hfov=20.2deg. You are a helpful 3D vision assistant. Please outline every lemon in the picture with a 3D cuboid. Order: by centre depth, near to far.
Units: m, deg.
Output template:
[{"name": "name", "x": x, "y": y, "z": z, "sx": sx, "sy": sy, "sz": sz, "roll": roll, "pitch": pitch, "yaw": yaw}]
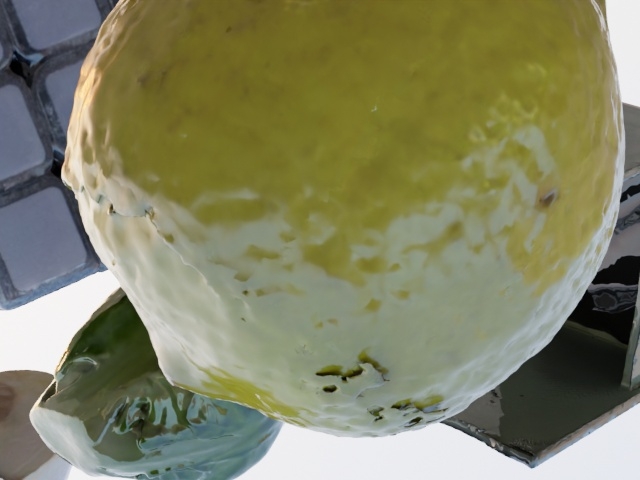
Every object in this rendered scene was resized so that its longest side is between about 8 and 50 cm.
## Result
[{"name": "lemon", "x": 0.027, "y": -0.064, "z": 1.125, "sx": 0.387, "sy": 0.350, "sz": 0.350, "roll": -48, "pitch": -150, "yaw": -4}]

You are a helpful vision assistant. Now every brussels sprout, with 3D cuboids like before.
[{"name": "brussels sprout", "x": -0.160, "y": 0.148, "z": 1.861, "sx": 0.271, "sy": 0.219, "sz": 0.210, "roll": -26, "pitch": -135, "yaw": -30}]

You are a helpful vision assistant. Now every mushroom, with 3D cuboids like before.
[{"name": "mushroom", "x": -0.379, "y": 0.266, "z": 2.188, "sx": 0.236, "sy": 0.162, "sz": 0.173, "roll": 23, "pitch": -139, "yaw": 34}]

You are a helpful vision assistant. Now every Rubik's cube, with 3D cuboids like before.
[{"name": "Rubik's cube", "x": -0.273, "y": -0.122, "z": 1.716, "sx": 0.305, "sy": 0.303, "sz": 0.301, "roll": -26, "pitch": -168, "yaw": -25}]

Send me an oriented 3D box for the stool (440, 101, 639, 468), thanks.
[{"name": "stool", "x": 0.204, "y": 0.022, "z": 1.577, "sx": 0.170, "sy": 0.243, "sz": 0.270, "roll": 20, "pitch": -153, "yaw": 36}]
